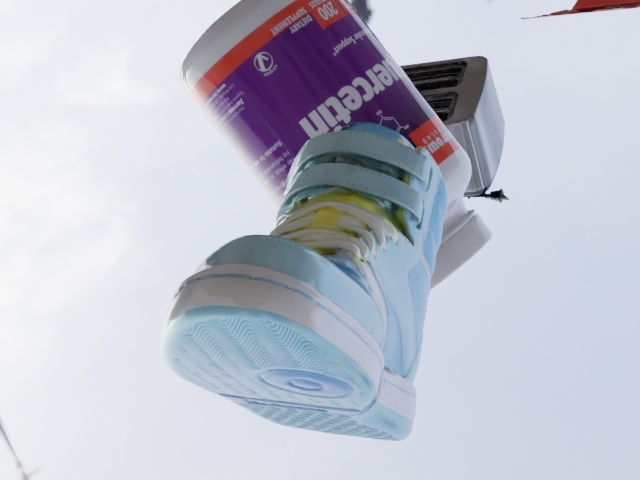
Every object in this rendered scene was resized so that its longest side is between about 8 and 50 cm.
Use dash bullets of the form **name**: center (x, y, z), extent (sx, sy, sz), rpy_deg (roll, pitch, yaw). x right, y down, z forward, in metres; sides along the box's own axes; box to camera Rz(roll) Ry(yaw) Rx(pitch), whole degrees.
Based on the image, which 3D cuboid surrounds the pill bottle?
- **pill bottle**: center (0.022, -0.095, 1.206), extent (0.181, 0.323, 0.181), rpy_deg (-39, -179, 1)

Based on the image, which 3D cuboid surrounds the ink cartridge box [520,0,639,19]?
- **ink cartridge box**: center (0.306, -0.229, 1.051), extent (0.225, 0.056, 0.181), rpy_deg (-14, -168, -42)

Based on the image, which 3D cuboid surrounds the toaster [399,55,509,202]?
- **toaster**: center (0.134, -0.127, 1.463), extent (0.186, 0.110, 0.168), rpy_deg (-4, -144, 20)

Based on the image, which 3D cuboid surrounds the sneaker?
- **sneaker**: center (0.000, 0.000, 0.749), extent (0.127, 0.319, 0.208), rpy_deg (7, -105, 12)
